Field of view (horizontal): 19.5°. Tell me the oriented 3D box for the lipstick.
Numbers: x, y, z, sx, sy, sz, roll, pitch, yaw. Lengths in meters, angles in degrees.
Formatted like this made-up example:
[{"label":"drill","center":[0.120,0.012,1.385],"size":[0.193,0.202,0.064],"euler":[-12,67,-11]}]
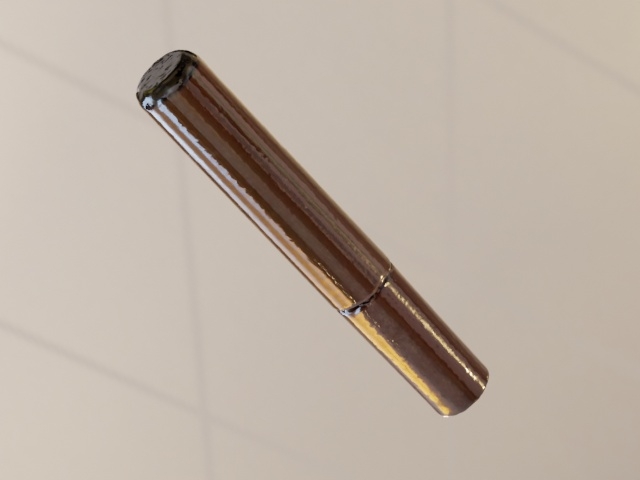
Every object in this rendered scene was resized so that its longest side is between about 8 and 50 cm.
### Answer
[{"label":"lipstick","center":[0.000,0.000,1.340],"size":[0.057,0.356,0.057],"euler":[-32,-150,22]}]
